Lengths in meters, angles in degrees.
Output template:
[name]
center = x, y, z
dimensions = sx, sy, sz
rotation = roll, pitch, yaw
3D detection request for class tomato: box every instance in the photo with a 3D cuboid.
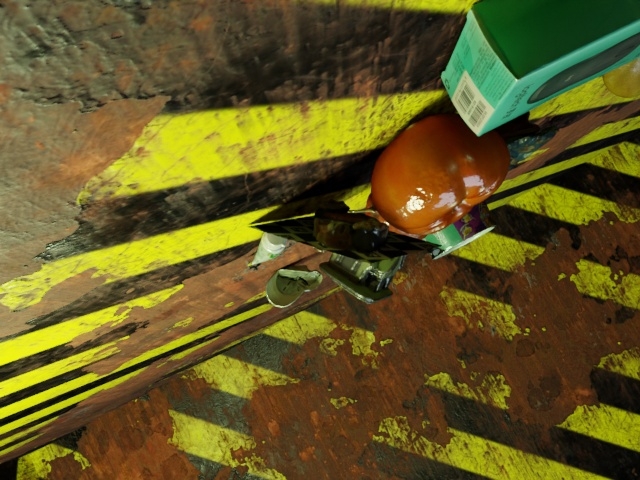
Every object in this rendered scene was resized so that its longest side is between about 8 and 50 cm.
[tomato]
center = 0.212, -0.126, 1.182
dimensions = 0.260, 0.179, 0.260
rotation = -30, 171, -5

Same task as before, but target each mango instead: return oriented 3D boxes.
[mango]
center = 0.661, -0.376, 1.385
dimensions = 0.136, 0.099, 0.227
rotation = -24, 163, 4

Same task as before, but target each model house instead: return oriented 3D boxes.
[model house]
center = 0.160, 0.012, 1.935
dimensions = 0.278, 0.205, 0.218
rotation = -63, 161, 16

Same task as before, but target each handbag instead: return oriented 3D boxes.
[handbag]
center = 0.358, -0.209, 1.487
dimensions = 0.216, 0.073, 0.203
rotation = -20, 168, -31

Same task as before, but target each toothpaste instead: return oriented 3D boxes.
[toothpaste]
center = -0.110, 0.016, 1.446
dimensions = 0.058, 0.055, 0.314
rotation = 18, 169, -4

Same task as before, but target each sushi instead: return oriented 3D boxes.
[sushi]
center = 0.056, -0.036, 1.295
dimensions = 0.294, 0.059, 0.292
rotation = 16, -165, 32

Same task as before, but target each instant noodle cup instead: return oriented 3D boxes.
[instant noodle cup]
center = 0.348, -0.072, 1.825
dimensions = 0.251, 0.190, 0.251
rotation = -27, 171, -5

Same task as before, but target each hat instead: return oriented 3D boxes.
[hat]
center = -0.084, 0.135, 1.915
dimensions = 0.166, 0.122, 0.081
rotation = -51, 175, -39

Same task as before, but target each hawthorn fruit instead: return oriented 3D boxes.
[hawthorn fruit]
center = 0.162, -0.067, 1.501
dimensions = 0.204, 0.162, 0.163
rotation = -1, 154, -44

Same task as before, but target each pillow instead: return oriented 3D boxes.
[pillow]
center = 0.383, -0.166, 1.457
dimensions = 0.189, 0.034, 0.255
rotation = -19, 168, -36

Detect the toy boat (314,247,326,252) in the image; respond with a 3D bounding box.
[toy boat]
center = 0.000, 0.000, 1.653
dimensions = 0.047, 0.048, 0.149
rotation = -27, 170, -2

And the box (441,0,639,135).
[box]
center = 0.337, -0.281, 0.897
dimensions = 0.312, 0.118, 0.205
rotation = -27, 172, -6
